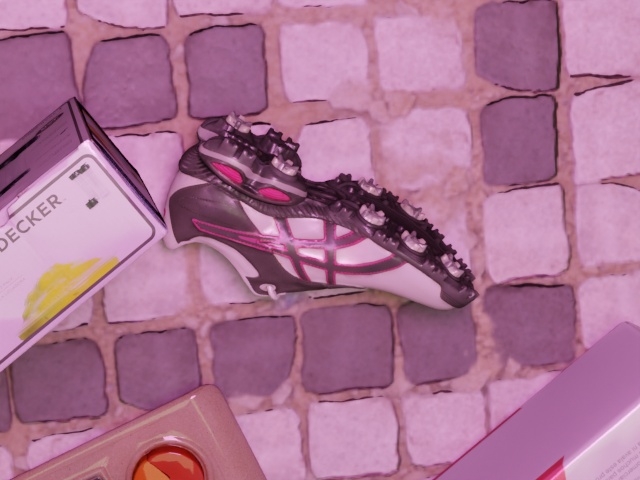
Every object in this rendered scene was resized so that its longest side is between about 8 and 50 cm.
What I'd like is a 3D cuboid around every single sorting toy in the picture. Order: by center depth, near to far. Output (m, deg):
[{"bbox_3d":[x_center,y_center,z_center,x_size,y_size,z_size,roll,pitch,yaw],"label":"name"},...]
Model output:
[{"bbox_3d":[-0.126,0.304,1.489,0.229,0.041,0.307,-27,104,-5],"label":"sorting toy"}]

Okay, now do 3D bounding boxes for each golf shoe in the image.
[{"bbox_3d":[0.000,0.000,1.440,0.273,0.105,0.120,28,110,-8],"label":"golf shoe"}]

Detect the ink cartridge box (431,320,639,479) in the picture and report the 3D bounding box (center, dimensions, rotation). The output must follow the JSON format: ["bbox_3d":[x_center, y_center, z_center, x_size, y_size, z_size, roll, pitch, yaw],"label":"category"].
[{"bbox_3d":[0.298,0.311,1.507,0.279,0.160,0.385,-40,104,-1],"label":"ink cartridge box"}]

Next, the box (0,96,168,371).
[{"bbox_3d":[-0.216,-0.011,1.288,0.169,0.290,0.087,-40,104,-2],"label":"box"}]
